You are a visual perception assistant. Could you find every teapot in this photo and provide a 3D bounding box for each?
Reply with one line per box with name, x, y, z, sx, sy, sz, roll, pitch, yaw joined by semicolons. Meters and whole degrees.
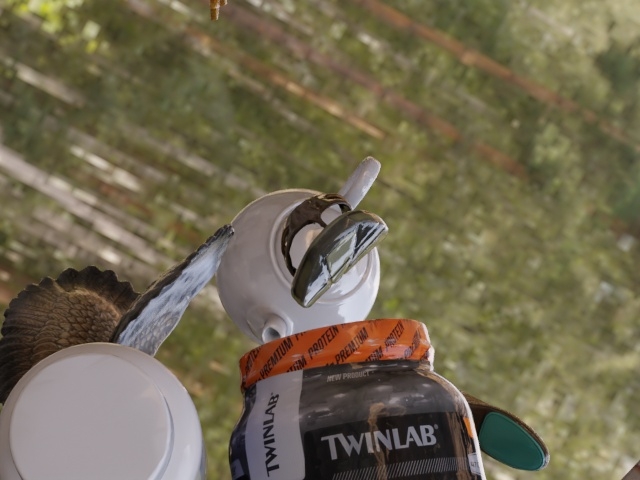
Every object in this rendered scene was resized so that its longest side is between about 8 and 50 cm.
teapot;-0.014;0.026;2.412;0.187;0.252;0.256;-43;-121;60

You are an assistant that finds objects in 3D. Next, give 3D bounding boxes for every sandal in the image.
sandal;-0.001;0.001;1.824;0.120;0.086;0.303;-43;-179;-1

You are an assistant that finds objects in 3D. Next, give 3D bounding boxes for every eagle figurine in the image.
eagle figurine;-0.203;0.127;1.670;0.225;0.226;0.298;107;-15;-71

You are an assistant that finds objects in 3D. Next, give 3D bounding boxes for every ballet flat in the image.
ballet flat;0.216;0.239;2.310;0.073;0.206;0.067;-66;168;21

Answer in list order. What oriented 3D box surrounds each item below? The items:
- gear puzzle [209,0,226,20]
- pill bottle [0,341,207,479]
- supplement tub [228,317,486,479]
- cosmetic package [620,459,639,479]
gear puzzle;-0.119;-0.414;2.077;0.175;0.044;0.339;-95;-173;-56
pill bottle;-0.164;0.160;1.315;0.272;0.152;0.152;98;14;-76
supplement tub;0.041;0.246;1.405;0.207;0.207;0.338;-34;-116;56
cosmetic package;0.382;0.388;2.081;0.296;0.129;0.153;-48;-118;0
